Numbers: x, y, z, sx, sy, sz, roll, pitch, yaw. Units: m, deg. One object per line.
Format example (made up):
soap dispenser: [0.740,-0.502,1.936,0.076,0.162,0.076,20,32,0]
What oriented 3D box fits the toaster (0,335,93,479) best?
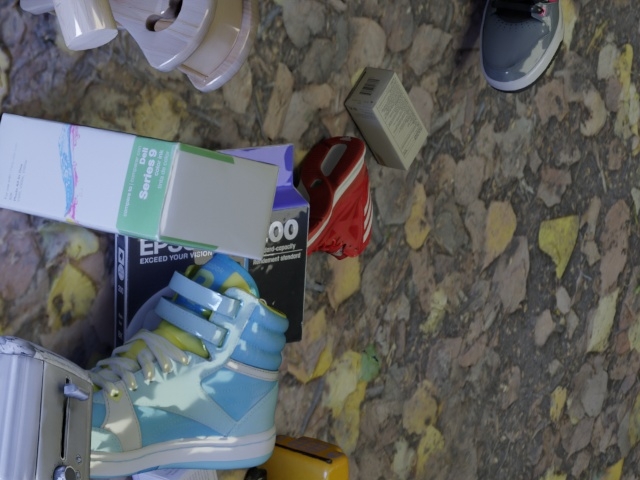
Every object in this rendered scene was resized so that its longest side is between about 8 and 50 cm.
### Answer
toaster: [-0.294,0.169,1.629,0.129,0.227,0.146,34,55,-49]

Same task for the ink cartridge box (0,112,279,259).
ink cartridge box: [-0.169,-0.049,1.709,0.154,0.212,0.093,11,89,-54]

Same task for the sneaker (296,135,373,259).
sneaker: [0.000,0.000,2.075,0.221,0.087,0.128,-50,136,-31]

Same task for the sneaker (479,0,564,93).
sneaker: [0.238,-0.338,2.256,0.178,0.124,0.295,44,58,-57]

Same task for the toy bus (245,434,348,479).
toy bus: [-0.011,0.384,2.167,0.130,0.108,0.332,-16,114,-52]

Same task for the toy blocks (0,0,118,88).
toy blocks: [-0.363,-0.235,1.416,0.288,0.309,0.260,6,63,-67]

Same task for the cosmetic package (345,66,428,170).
cosmetic package: [0.076,-0.138,2.172,0.060,0.041,0.115,-59,142,-25]

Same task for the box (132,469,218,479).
box: [-0.131,0.361,2.031,0.067,0.063,0.324,-41,132,-42]

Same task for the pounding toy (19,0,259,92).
pounding toy: [-0.116,-0.205,1.685,0.155,0.270,0.154,23,74,-55]

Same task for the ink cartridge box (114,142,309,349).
ink cartridge box: [-0.108,0.014,1.905,0.206,0.045,0.208,-8,109,-30]

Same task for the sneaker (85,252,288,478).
sneaker: [-0.165,0.109,1.801,0.319,0.127,0.208,1,108,-42]
